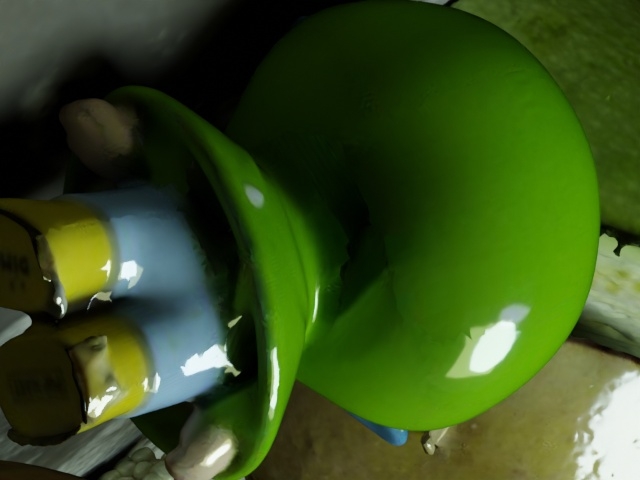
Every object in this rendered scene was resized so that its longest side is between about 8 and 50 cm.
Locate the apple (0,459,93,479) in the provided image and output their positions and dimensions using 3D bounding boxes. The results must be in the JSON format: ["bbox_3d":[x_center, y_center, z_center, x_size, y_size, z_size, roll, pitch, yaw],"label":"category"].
[{"bbox_3d":[-0.140,0.274,0.494,0.391,0.391,0.346,-37,-175,-21],"label":"apple"}]

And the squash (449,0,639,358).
[{"bbox_3d":[0.170,0.030,0.712,0.210,0.309,0.234,-39,166,-13],"label":"squash"}]

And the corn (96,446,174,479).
[{"bbox_3d":[-0.156,0.204,0.829,0.211,0.087,0.087,-37,166,-34],"label":"corn"}]

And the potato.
[{"bbox_3d":[0.062,0.128,0.789,0.239,0.299,0.116,45,51,-43],"label":"potato"}]

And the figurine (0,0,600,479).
[{"bbox_3d":[0.000,0.000,0.503,0.143,0.162,0.263,-20,178,43],"label":"figurine"}]
